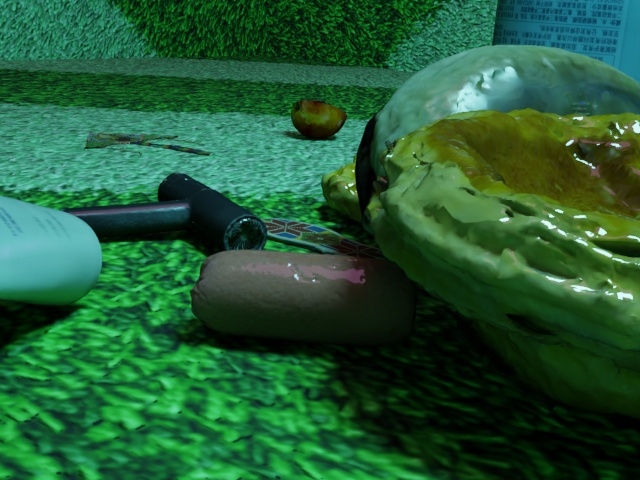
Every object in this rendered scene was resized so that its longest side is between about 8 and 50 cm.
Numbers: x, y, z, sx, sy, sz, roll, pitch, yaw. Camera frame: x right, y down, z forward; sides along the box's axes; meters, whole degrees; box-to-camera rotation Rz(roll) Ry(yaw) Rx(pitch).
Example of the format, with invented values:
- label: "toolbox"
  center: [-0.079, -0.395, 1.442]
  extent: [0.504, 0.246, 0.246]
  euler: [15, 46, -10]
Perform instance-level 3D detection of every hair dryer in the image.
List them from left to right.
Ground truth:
- label: "hair dryer"
  center: [-0.170, -0.014, 0.785]
  extent: [0.195, 0.050, 0.173]
  euler: [-11, 20, -29]

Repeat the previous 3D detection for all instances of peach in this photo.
- label: "peach"
  center: [-0.006, -0.201, 1.444]
  extent: [0.098, 0.061, 0.098]
  euler: [13, -5, 1]

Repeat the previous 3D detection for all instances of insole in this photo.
- label: "insole"
  center: [0.000, 0.000, 0.828]
  extent: [0.065, 0.006, 0.193]
  euler: [-12, 22, -43]

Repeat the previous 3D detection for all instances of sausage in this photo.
- label: "sausage"
  center: [-0.011, 0.039, 0.585]
  extent: [0.154, 0.062, 0.062]
  euler: [4, 16, 5]

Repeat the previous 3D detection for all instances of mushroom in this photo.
- label: "mushroom"
  center: [0.199, -0.072, 0.763]
  extent: [0.345, 0.130, 0.247]
  euler: [3, 54, -16]

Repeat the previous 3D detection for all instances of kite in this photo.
- label: "kite"
  center: [-0.268, -0.148, 1.297]
  extent: [0.244, 0.006, 0.198]
  euler: [13, 18, 29]

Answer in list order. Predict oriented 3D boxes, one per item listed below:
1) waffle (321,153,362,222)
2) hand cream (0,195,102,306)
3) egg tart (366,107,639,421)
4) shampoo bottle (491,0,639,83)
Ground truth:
- label: "waffle"
  center: [0.143, -0.051, 0.940]
  extent: [0.310, 0.065, 0.283]
  euler: [-12, 22, -35]
- label: "hand cream"
  center: [-0.224, -0.001, 0.491]
  extent: [0.109, 0.067, 0.321]
  euler: [49, 5, 13]
- label: "egg tart"
  center: [0.194, 0.011, 0.545]
  extent: [0.352, 0.149, 0.352]
  euler: [6, 23, -2]
- label: "shampoo bottle"
  center: [0.435, -0.295, 1.352]
  extent: [0.332, 0.342, 0.331]
  euler: [2, 16, -1]
